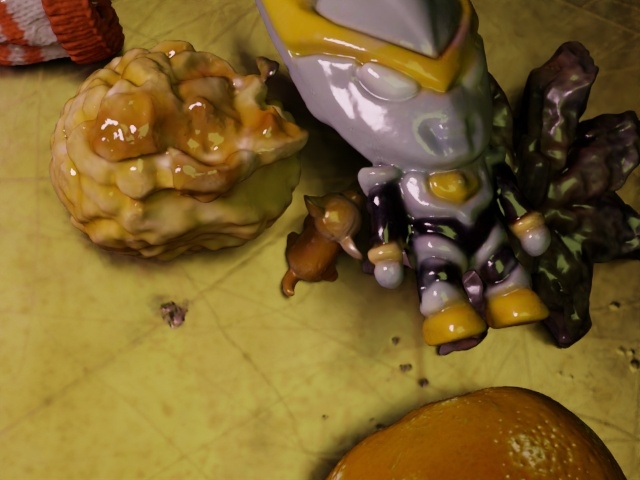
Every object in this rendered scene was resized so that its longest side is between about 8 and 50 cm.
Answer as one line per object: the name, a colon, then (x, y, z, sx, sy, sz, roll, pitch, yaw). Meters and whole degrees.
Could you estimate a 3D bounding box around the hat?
hat: (-0.233, -0.162, 0.941, 0.162, 0.112, 0.094, -18, 58, 2)

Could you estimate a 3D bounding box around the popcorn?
popcorn: (-0.094, -0.060, 0.906, 0.180, 0.180, 0.170, 22, 115, -4)

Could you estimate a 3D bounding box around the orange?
orange: (0.100, 0.196, 0.898, 0.237, 0.158, 0.179, -24, 70, -8)

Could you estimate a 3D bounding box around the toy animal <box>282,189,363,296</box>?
toy animal: (0.000, 0.000, 0.947, 0.060, 0.083, 0.081, 44, 77, 0)

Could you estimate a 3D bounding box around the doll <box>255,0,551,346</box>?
doll: (0.057, -0.083, 0.882, 0.145, 0.103, 0.316, -18, 75, 0)

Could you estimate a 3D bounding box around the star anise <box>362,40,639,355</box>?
star anise: (0.140, -0.037, 0.960, 0.223, 0.109, 0.236, -3, 86, -3)
